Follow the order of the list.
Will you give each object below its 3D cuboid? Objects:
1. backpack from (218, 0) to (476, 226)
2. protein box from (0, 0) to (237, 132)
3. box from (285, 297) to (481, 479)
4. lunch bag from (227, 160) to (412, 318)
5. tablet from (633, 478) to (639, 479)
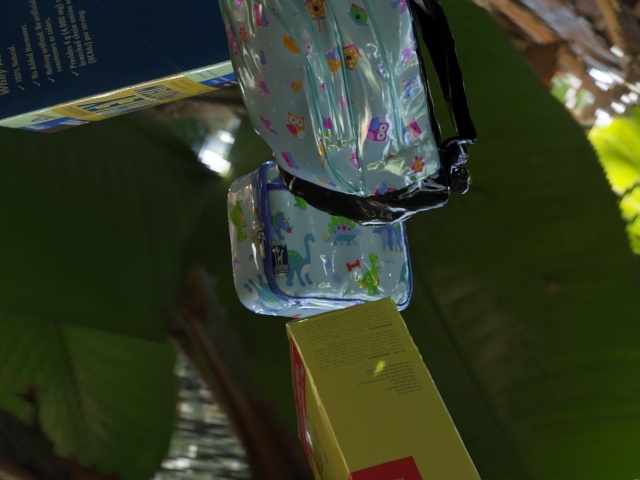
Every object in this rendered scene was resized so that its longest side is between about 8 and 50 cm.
[{"bbox_3d":[0.010,-0.108,1.004,0.152,0.115,0.182,26,-42,45],"label":"backpack"},{"bbox_3d":[-0.160,-0.205,1.231,0.201,0.136,0.200,-14,-91,9],"label":"protein box"},{"bbox_3d":[0.042,0.131,0.712,0.058,0.087,0.232,-12,-140,-9],"label":"box"},{"bbox_3d":[0.000,0.000,1.814,0.090,0.219,0.176,-24,-115,47],"label":"lunch bag"},{"bbox_3d":[0.292,0.251,1.372,0.054,0.006,0.083,4,-97,24],"label":"tablet"}]
